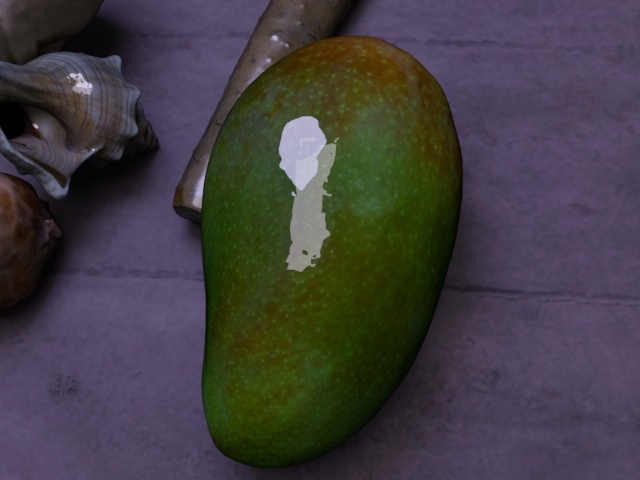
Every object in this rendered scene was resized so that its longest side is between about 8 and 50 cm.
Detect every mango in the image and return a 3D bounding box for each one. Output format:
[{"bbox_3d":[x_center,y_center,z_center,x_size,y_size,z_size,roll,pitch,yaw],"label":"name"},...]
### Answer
[{"bbox_3d":[0.000,0.000,0.753,0.201,0.225,0.382,0,64,42],"label":"mango"}]

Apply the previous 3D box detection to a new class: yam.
[{"bbox_3d":[-0.041,-0.175,0.898,0.083,0.083,0.372,23,68,11],"label":"yam"}]

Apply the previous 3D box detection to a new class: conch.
[{"bbox_3d":[-0.243,-0.104,0.819,0.233,0.114,0.137,-13,93,-42],"label":"conch"}]

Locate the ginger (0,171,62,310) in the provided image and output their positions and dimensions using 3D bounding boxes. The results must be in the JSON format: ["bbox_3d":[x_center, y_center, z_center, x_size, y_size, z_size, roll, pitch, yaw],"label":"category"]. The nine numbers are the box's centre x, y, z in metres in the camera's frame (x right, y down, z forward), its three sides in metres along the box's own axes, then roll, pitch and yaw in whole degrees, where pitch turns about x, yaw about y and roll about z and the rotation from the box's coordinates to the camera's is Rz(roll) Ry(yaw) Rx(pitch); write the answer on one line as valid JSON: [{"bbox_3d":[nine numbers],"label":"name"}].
[{"bbox_3d":[-0.436,-0.042,0.814,0.375,0.176,0.256,37,55,18],"label":"ginger"}]

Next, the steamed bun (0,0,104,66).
[{"bbox_3d":[-0.339,-0.250,0.834,0.289,0.276,0.203,19,67,1],"label":"steamed bun"}]
